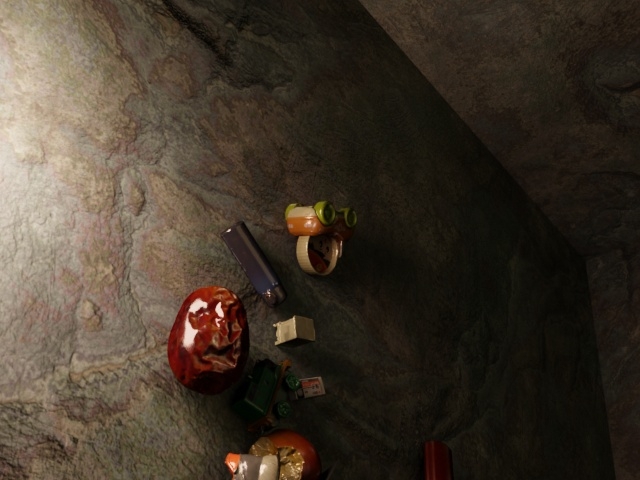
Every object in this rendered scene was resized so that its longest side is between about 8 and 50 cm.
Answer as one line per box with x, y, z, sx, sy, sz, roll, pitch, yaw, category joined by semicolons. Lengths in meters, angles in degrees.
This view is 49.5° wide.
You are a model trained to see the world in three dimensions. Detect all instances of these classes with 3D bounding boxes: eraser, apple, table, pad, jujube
-0.039;0.398;1.864;0.122;0.029;0.052;5;65;-51;eraser
-0.084;0.522;1.620;0.147;0.156;0.158;2;44;-41;apple
-0.072;0.247;1.869;0.079;0.083;0.062;20;55;-46;table
-0.025;0.593;1.629;0.004;0.193;0.116;39;38;2;pad
-0.252;0.229;1.580;0.183;0.183;0.243;35;36;-35;jujube

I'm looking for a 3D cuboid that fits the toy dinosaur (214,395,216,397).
-0.244;0.329;1.643;0.047;0.030;0.083;39;42;-28;toy dinosaur

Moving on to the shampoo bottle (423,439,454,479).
0.359;0.734;2.092;0.102;0.064;0.260;35;33;-18;shampoo bottle

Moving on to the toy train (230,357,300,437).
-0.137;0.373;1.706;0.136;0.091;0.228;36;43;-19;toy train

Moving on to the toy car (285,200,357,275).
0.000;0.000;2.097;0.235;0.145;0.235;2;87;-51;toy car

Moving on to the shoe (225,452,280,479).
-0.203;0.599;1.449;0.171;0.132;0.337;17;71;0;shoe

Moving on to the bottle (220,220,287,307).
-0.174;0.067;1.859;0.244;0.072;0.082;58;14;-9;bottle
